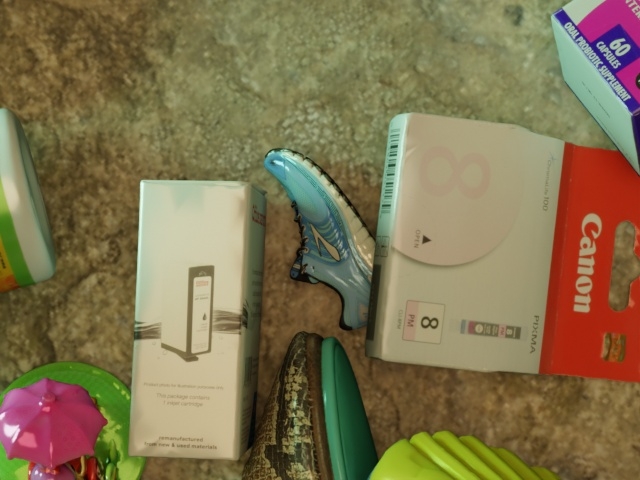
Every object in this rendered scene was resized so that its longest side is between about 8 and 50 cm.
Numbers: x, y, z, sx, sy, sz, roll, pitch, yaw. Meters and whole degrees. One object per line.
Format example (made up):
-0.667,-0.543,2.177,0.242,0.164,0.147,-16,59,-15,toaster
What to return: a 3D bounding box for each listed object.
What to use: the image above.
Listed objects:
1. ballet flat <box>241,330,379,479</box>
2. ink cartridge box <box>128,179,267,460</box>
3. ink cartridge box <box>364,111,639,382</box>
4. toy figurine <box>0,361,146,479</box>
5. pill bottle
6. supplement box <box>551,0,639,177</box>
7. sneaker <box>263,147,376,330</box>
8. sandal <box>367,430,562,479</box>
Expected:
0.016,0.318,1.416,0.182,0.164,0.483,-23,91,12,ballet flat
-0.091,0.059,1.421,0.085,0.148,0.203,2,88,3,ink cartridge box
0.157,0.009,1.441,0.232,0.066,0.189,6,88,-10,ink cartridge box
-0.200,0.168,1.401,0.130,0.159,0.173,-1,80,0,toy figurine
-0.335,-0.007,1.424,0.245,0.136,0.136,-14,88,-4,pill bottle
0.301,-0.167,1.430,0.220,0.114,0.111,-33,62,-2,supplement box
0.000,0.000,1.466,0.073,0.063,0.162,-34,88,2,sneaker
0.161,0.242,1.389,0.317,0.126,0.138,25,104,-26,sandal
